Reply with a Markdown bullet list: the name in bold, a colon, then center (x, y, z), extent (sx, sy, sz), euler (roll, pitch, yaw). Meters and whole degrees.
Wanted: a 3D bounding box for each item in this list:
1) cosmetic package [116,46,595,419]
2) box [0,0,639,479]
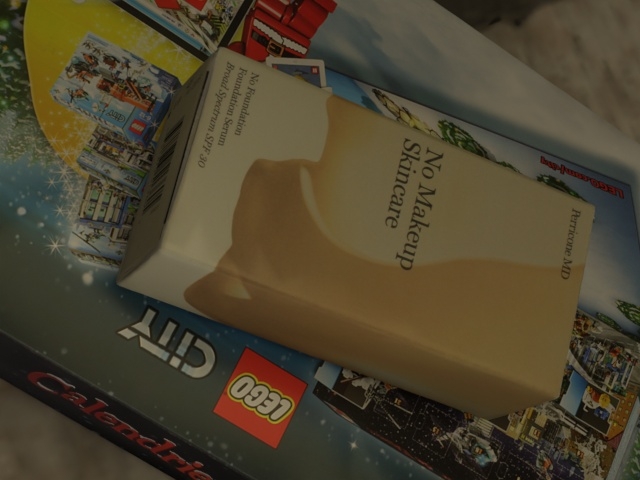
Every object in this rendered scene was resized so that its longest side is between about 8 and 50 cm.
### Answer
- **cosmetic package**: center (0.011, 0.001, 0.397), extent (0.115, 0.041, 0.060), euler (20, 69, -18)
- **box**: center (0.000, 0.000, 0.442), extent (0.233, 0.044, 0.159), euler (33, 66, -13)
